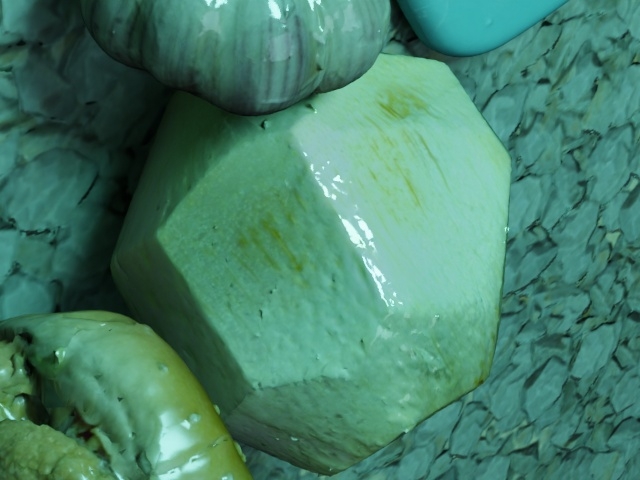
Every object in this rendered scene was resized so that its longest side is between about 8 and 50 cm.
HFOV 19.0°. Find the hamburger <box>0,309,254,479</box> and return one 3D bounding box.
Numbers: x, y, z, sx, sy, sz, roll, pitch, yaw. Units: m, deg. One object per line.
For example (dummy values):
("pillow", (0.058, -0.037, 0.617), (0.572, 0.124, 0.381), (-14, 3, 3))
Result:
("hamburger", (-0.111, 0.158, 0.987), (0.146, 0.243, 0.286), (-35, 153, -28))

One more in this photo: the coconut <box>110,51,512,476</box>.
("coconut", (0.000, 0.000, 1.037), (0.237, 0.237, 0.197), (-21, 171, -37))

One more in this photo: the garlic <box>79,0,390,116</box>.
("garlic", (-0.040, -0.122, 0.938), (0.159, 0.147, 0.102), (-2, 137, -14))

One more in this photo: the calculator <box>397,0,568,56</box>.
("calculator", (0.162, -0.273, 1.121), (0.386, 0.054, 0.256), (-43, 140, -10))
